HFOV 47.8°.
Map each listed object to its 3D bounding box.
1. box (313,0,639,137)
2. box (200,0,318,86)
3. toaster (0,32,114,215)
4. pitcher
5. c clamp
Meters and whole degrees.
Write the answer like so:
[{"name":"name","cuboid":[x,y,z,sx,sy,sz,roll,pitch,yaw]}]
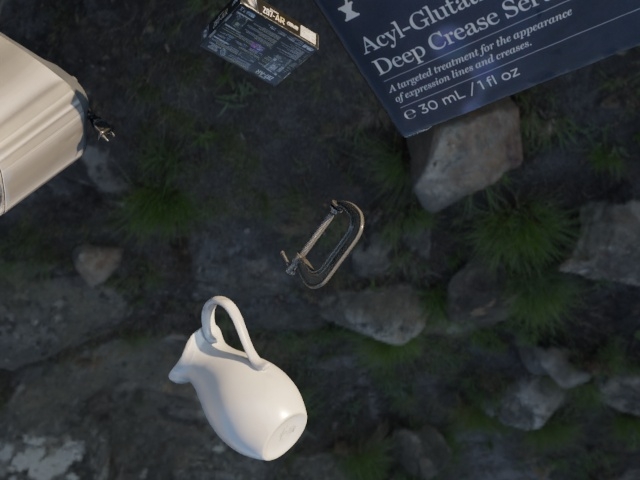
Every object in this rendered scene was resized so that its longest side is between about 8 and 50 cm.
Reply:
[{"name":"box","cuboid":[0.124,-0.345,0.686,0.294,0.211,0.395,-19,128,29]},{"name":"box","cuboid":[-0.054,-0.177,0.640,0.083,0.018,0.067,22,145,-33]},{"name":"toaster","cuboid":[-0.341,-0.119,0.722,0.227,0.146,0.129,33,142,4]},{"name":"pitcher","cuboid":[-0.113,0.194,1.026,0.126,0.207,0.177,-16,133,-46]},{"name":"c clamp","cuboid":[0.000,0.000,1.075,0.022,0.137,0.160,27,113,-34]}]
